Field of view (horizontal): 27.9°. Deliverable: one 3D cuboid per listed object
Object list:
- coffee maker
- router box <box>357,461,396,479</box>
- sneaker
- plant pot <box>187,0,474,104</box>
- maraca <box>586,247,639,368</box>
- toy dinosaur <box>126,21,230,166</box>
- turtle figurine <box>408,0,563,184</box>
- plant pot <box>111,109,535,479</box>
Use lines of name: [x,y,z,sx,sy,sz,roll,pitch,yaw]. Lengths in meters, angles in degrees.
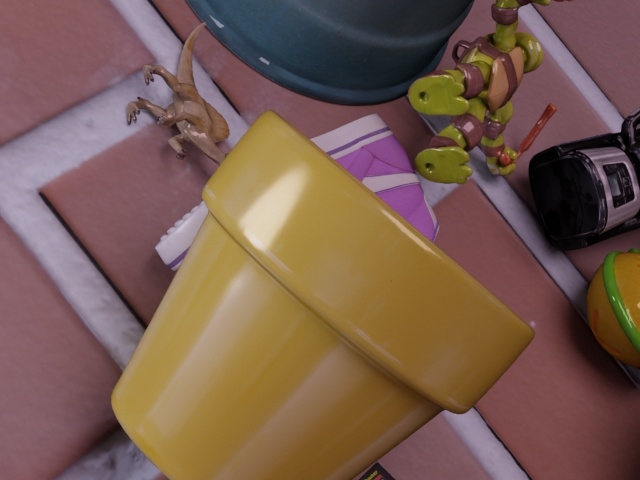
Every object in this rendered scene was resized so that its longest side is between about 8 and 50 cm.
coffee maker: [0.310,-0.053,1.314,0.178,0.171,0.120,-15,66,-19]
router box: [0.031,0.237,0.942,0.122,0.038,0.092,-40,72,-23]
sneaker: [0.001,0.000,1.108,0.282,0.102,0.161,-27,85,-39]
plant pot: [0.071,-0.353,1.190,0.341,0.334,0.341,15,59,-26]
maraca: [0.322,0.065,1.280,0.127,0.099,0.186,65,26,2]
toy dinosaur: [-0.121,-0.120,1.137,0.093,0.053,0.183,10,47,-40]
turtle figurine: [0.158,-0.161,1.214,0.087,0.269,0.217,25,41,21]
plant pot: [-0.016,0.074,0.938,0.254,0.254,0.239,40,93,-8]
